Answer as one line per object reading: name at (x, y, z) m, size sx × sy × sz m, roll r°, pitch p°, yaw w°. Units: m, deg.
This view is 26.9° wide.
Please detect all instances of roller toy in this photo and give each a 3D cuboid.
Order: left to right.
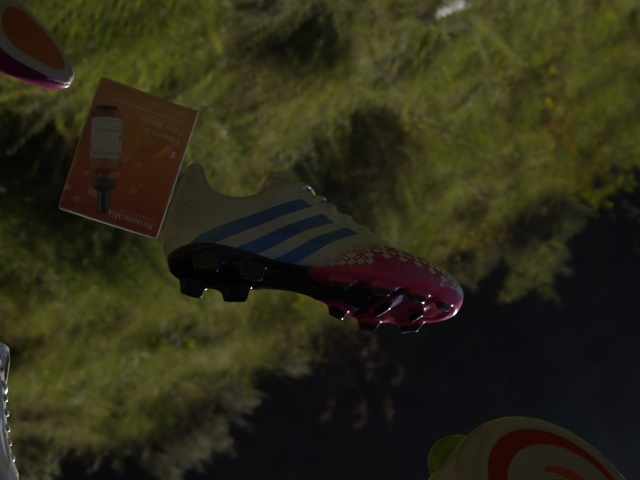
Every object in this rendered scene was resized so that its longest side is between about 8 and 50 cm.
roller toy at (0.179, 0.255, 1.143) m, size 0.146 × 0.209 × 0.191 m, roll -57°, pitch 178°, yaw 37°

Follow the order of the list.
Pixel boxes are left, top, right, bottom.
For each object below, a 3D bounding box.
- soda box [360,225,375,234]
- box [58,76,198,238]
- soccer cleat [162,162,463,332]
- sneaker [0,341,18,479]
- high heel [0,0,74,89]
soda box at (0.055, 0.035, 2.005) m, size 0.183 × 0.063 × 0.058 m, roll -99°, pitch -157°, yaw -66°
box at (-0.242, -0.101, 1.679) m, size 0.091 × 0.130 × 0.171 m, roll 180°, pitch -72°, yaw -79°
soccer cleat at (0.000, 0.000, 1.379) m, size 0.116 × 0.331 × 0.143 m, roll 135°, pitch -39°, yaw -54°
sneaker at (-0.383, 0.187, 1.522) m, size 0.123 × 0.290 × 0.106 m, roll -27°, pitch -179°, yaw -37°
high heel at (-0.370, -0.200, 1.326) m, size 0.117 × 0.244 × 0.082 m, roll -39°, pitch -142°, yaw 34°
